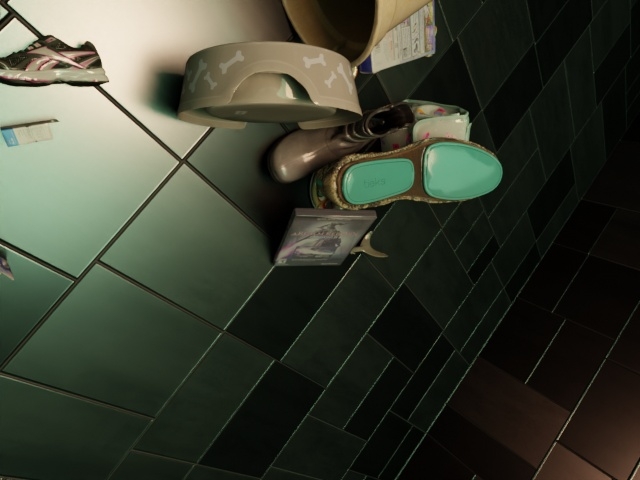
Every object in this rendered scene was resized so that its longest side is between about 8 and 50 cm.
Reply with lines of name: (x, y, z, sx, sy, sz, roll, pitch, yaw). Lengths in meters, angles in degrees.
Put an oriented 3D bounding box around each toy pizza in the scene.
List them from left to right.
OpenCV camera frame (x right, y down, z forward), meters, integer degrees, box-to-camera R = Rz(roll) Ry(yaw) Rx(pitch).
toy pizza: (0.056, -0.158, 1.156, 0.202, 0.032, 0.201, -17, 119, -34)

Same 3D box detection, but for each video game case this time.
video game case: (0.000, 0.000, 1.029, 0.196, 0.026, 0.274, 0, 154, -18)
video game case: (0.192, -0.602, 1.052, 0.245, 0.061, 0.269, -28, 125, -26)

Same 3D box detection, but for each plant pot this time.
plant pot: (0.115, -0.563, 0.803, 0.306, 0.334, 0.333, -34, 127, -18)

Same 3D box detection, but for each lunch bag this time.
lunch bag: (0.303, -0.269, 1.156, 0.160, 0.262, 0.223, -29, 126, -27)

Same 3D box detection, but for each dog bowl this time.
dog bowl: (-0.094, -0.282, 0.780, 0.349, 0.349, 0.102, -7, 100, -38)

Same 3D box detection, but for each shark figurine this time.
shark figurine: (0.082, 0.007, 1.189, 0.166, 0.116, 0.278, -41, 137, 2)

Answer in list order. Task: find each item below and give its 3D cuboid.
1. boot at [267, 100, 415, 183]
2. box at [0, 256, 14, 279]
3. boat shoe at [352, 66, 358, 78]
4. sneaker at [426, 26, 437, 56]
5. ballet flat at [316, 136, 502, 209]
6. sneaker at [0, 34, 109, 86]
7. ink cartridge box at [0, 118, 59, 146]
boot: (0.048, -0.247, 0.967, 0.338, 0.223, 0.118, -36, 109, -27)
box: (-0.585, 0.004, 0.643, 0.042, 0.109, 0.178, -47, 132, -19)
boat shoe: (0.078, -0.477, 1.028, 0.043, 0.049, 0.136, -62, 155, -67)
sneaker: (0.324, -0.584, 1.196, 0.037, 0.032, 0.083, -13, 123, -51)
ballet flat: (0.212, -0.172, 1.009, 0.484, 0.182, 0.163, -9, 109, -22)
sneaker: (-0.450, -0.294, 0.663, 0.178, 0.072, 0.077, -19, 108, -42)
ink cartridge box: (-0.484, -0.182, 0.685, 0.083, 0.048, 0.028, -22, 122, -31)
